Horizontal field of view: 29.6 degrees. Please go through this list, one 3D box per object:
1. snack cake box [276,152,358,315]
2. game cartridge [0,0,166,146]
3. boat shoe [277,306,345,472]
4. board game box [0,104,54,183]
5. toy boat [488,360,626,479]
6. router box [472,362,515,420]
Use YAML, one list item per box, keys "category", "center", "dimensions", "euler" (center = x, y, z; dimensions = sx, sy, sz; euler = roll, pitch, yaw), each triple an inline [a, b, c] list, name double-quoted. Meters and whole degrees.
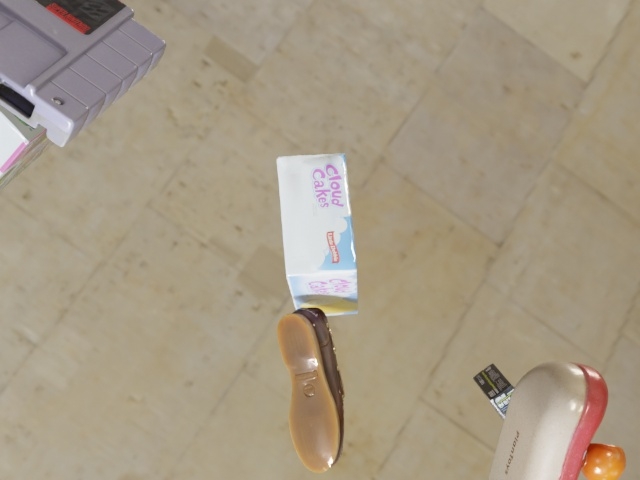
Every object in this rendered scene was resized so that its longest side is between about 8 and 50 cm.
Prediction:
- category: "snack cake box"
  center: [0.000, 0.000, 1.571]
  dimensions: [0.264, 0.089, 0.152]
  euler: [80, 6, -76]
- category: "game cartridge"
  center: [-0.381, -0.280, 1.441]
  dimensions: [0.230, 0.355, 0.068]
  euler: [-54, 179, -44]
- category: "boat shoe"
  center: [-0.001, 0.187, 1.544]
  dimensions: [0.073, 0.207, 0.073]
  euler: [-6, -178, 29]
- category: "board game box"
  center: [-0.442, -0.177, 1.799]
  dimensions: [0.224, 0.097, 0.303]
  euler: [-39, -169, 34]
- category: "toy boat"
  center: [0.313, 0.268, 1.524]
  dimensions: [0.151, 0.151, 0.231]
  euler: [-122, -137, -70]
- category: "router box"
  center: [0.260, 0.227, 1.661]
  dimensions: [0.038, 0.092, 0.122]
  euler: [-37, -170, 1]
